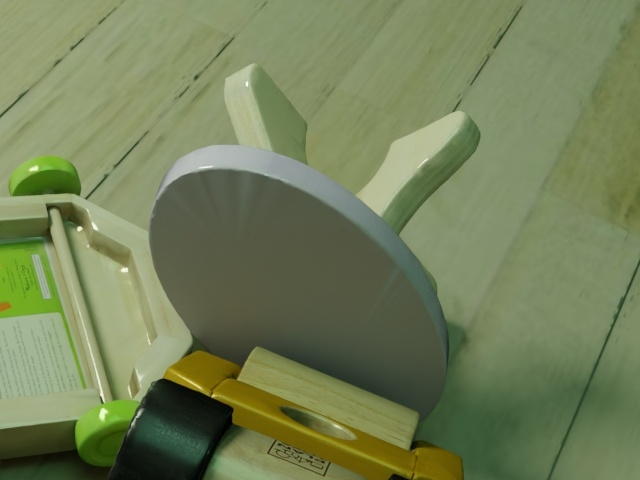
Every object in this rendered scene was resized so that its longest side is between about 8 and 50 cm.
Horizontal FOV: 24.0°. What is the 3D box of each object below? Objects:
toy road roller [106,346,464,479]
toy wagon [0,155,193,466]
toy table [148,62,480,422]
[{"bbox_3d":[-0.043,0.216,0.957,0.202,0.240,0.329,22,6,4],"label":"toy road roller"},{"bbox_3d":[-0.273,0.058,1.090,0.344,0.068,0.267,-5,48,-21],"label":"toy wagon"},{"bbox_3d":[0.000,0.000,1.132,0.252,0.274,0.161,-14,35,22],"label":"toy table"}]
